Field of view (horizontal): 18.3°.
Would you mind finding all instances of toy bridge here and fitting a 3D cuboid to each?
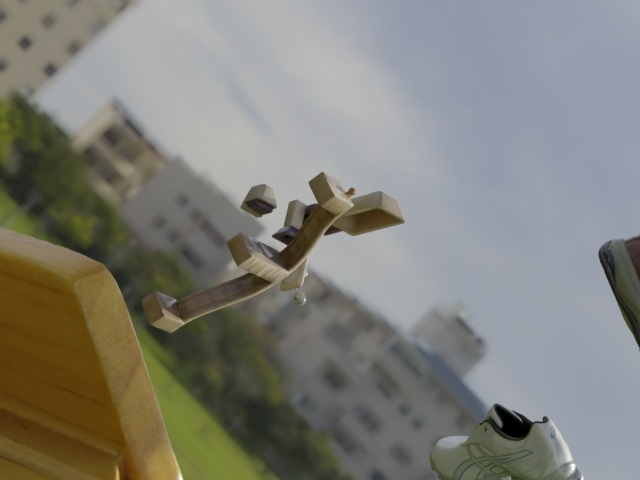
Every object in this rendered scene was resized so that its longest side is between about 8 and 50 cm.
[{"bbox_3d":[-0.047,0.013,1.525,0.063,0.188,0.026,29,31,-56],"label":"toy bridge"}]

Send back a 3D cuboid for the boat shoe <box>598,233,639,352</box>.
[{"bbox_3d":[0.419,0.121,2.230,0.122,0.120,0.324,53,16,-63],"label":"boat shoe"}]

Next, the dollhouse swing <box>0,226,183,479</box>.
[{"bbox_3d":[-0.284,0.005,0.929,0.315,0.347,0.305,16,-65,38],"label":"dollhouse swing"}]

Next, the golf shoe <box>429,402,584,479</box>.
[{"bbox_3d":[0.161,0.181,1.779,0.176,0.069,0.086,2,-66,50],"label":"golf shoe"}]

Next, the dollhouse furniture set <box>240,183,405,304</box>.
[{"bbox_3d":[0.000,0.000,1.573,0.091,0.081,0.114,29,-28,-34],"label":"dollhouse furniture set"}]
